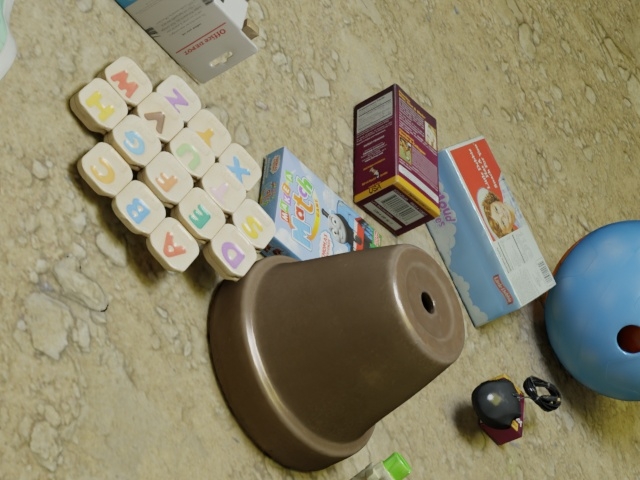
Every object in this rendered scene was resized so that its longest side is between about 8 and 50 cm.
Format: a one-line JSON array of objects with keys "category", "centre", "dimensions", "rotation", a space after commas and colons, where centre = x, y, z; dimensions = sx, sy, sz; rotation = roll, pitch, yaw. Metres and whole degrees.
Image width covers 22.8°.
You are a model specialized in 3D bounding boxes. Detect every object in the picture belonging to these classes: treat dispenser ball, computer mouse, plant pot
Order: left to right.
[{"category": "plant pot", "centre": [0.038, 0.116, 1.861], "dimensions": [0.263, 0.229, 0.263], "rotation": [36, 41, -40]}, {"category": "computer mouse", "centre": [0.290, 0.224, 2.263], "dimensions": [0.242, 0.041, 0.071], "rotation": [-1, 66, -56]}, {"category": "treat dispenser ball", "centre": [0.499, 0.111, 2.515], "dimensions": [0.288, 0.288, 0.288], "rotation": [37, 40, -38]}]

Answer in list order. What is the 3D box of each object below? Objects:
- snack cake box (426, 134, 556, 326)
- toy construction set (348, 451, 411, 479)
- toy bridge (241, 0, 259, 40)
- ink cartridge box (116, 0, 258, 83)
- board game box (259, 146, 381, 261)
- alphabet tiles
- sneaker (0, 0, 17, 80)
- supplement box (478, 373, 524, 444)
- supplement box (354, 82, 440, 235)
[{"category": "snack cake box", "centre": [0.242, -0.017, 2.413], "dimensions": [0.152, 0.089, 0.264], "rotation": [-22, 86, -58]}, {"category": "toy construction set", "centre": [0.111, 0.378, 1.767], "dimensions": [0.328, 0.151, 0.215], "rotation": [63, 3, -13]}, {"category": "toy bridge", "centre": [-0.110, -0.327, 2.127], "dimensions": [0.026, 0.063, 0.188], "rotation": [39, 37, -36]}, {"category": "ink cartridge box", "centre": [-0.166, -0.291, 1.976], "dimensions": [0.180, 0.104, 0.060], "rotation": [45, 34, -30]}, {"category": "board game box", "centre": [0.000, 0.000, 2.076], "dimensions": [0.211, 0.039, 0.160], "rotation": [41, 38, -33]}, {"category": "alphabet tiles", "centre": [-0.167, -0.086, 1.858], "dimensions": [0.284, 0.021, 0.278], "rotation": [49, 33, -8]}, {"category": "sneaker", "centre": [-0.385, -0.246, 1.609], "dimensions": [0.151, 0.094, 0.256], "rotation": [47, 24, -37]}, {"category": "supplement box", "centre": [0.261, 0.243, 2.290], "dimensions": [0.055, 0.043, 0.083], "rotation": [45, 36, -30]}, {"category": "supplement box", "centre": [0.110, -0.117, 2.291], "dimensions": [0.104, 0.080, 0.188], "rotation": [37, 40, -37]}]
